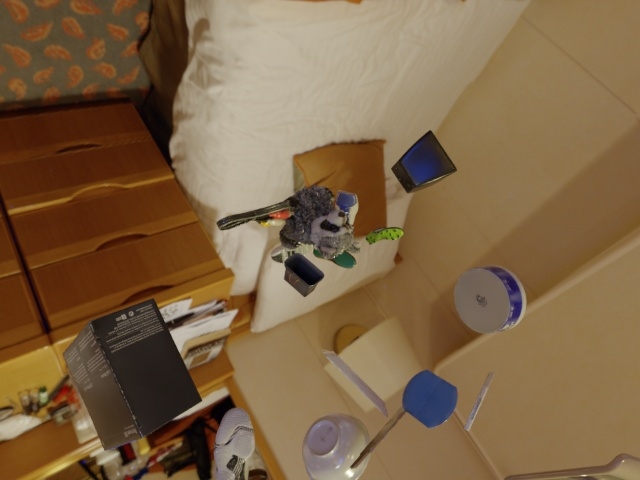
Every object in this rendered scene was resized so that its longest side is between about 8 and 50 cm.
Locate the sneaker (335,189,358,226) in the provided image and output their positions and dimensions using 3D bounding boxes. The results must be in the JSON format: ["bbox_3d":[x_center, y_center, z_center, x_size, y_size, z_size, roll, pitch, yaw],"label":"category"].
[{"bbox_3d":[0.122,-0.089,2.272,0.182,0.127,0.316,-76,175,-64],"label":"sneaker"}]

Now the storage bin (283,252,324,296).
[{"bbox_3d":[-0.068,0.128,1.480,0.098,0.135,0.091,-35,155,-40],"label":"storage bin"}]

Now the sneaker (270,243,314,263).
[{"bbox_3d":[-0.106,0.018,2.011,0.292,0.118,0.110,-22,137,-24],"label":"sneaker"}]

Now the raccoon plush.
[{"bbox_3d":[0.000,0.000,1.652,0.216,0.299,0.446,-22,157,-17],"label":"raccoon plush"}]

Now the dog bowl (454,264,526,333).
[{"bbox_3d":[0.668,0.233,1.724,0.104,0.265,0.265,-3,145,-33],"label":"dog bowl"}]

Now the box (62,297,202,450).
[{"bbox_3d":[-0.535,0.379,1.206,0.178,0.313,0.343,-20,170,-46],"label":"box"}]

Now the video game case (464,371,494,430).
[{"bbox_3d":[0.573,0.573,1.555,0.190,0.022,0.173,3,110,-62],"label":"video game case"}]

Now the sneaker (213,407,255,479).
[{"bbox_3d":[-0.317,0.774,1.538,0.137,0.366,0.210,3,169,-17],"label":"sneaker"}]

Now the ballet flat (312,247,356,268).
[{"bbox_3d":[0.068,0.066,1.839,0.067,0.206,0.073,9,101,-67],"label":"ballet flat"}]

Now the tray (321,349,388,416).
[{"bbox_3d":[0.112,0.446,1.388,0.030,0.270,0.145,-45,177,-8],"label":"tray"}]

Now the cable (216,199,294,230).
[{"bbox_3d":[-0.192,-0.069,1.384,0.139,0.072,0.287,-24,179,34],"label":"cable"}]

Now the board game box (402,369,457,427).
[{"bbox_3d":[0.311,0.450,1.218,0.033,0.168,0.133,45,76,-32],"label":"board game box"}]

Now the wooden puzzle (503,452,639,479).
[{"bbox_3d":[0.666,0.603,1.003,0.322,0.081,0.348,22,138,-12],"label":"wooden puzzle"}]

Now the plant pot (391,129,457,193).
[{"bbox_3d":[0.391,-0.291,1.716,0.166,0.188,0.188,-33,178,-6],"label":"plant pot"}]

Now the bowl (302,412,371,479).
[{"bbox_3d":[0.039,0.805,1.709,0.297,0.298,0.134,-34,127,1],"label":"bowl"}]

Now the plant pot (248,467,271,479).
[{"bbox_3d":[-0.288,1.001,1.658,0.237,0.110,0.237,-22,-178,1],"label":"plant pot"}]

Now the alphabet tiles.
[{"bbox_3d":[0.223,0.612,1.423,0.342,0.011,0.285,-41,161,-20],"label":"alphabet tiles"}]

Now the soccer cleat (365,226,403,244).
[{"bbox_3d":[0.258,-0.031,1.732,0.178,0.060,0.072,-14,-151,43],"label":"soccer cleat"}]
